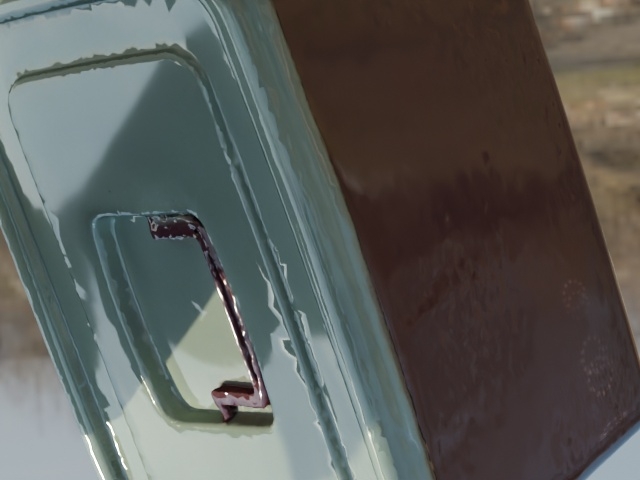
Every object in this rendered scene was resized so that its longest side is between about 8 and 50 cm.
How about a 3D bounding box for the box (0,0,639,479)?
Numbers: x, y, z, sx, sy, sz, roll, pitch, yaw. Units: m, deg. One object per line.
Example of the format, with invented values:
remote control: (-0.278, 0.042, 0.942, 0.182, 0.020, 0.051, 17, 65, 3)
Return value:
box: (0.000, 0.000, 0.777, 0.167, 0.294, 0.193, -30, -162, -37)
